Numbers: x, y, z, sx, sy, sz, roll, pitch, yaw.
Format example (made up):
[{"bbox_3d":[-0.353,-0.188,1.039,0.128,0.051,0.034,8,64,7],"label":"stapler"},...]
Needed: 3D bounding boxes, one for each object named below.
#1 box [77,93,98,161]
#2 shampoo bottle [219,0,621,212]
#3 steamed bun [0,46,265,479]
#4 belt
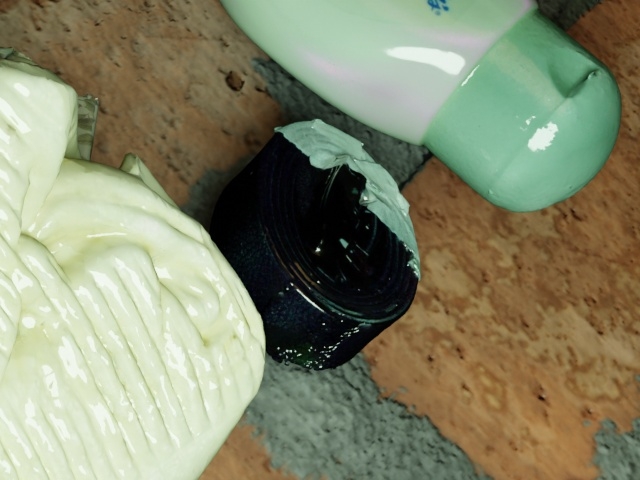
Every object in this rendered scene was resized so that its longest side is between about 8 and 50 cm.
[{"bbox_3d":[-0.191,-0.056,1.139,0.045,0.062,0.098,11,57,-14],"label":"box"},{"bbox_3d":[0.089,-0.166,1.268,0.349,0.151,0.222,42,52,7],"label":"shampoo bottle"},{"bbox_3d":[-0.243,0.062,0.935,0.394,0.237,0.346,3,87,-46],"label":"steamed bun"},{"bbox_3d":[0.000,0.000,1.144,0.151,0.078,0.198,28,40,-23],"label":"belt"}]
